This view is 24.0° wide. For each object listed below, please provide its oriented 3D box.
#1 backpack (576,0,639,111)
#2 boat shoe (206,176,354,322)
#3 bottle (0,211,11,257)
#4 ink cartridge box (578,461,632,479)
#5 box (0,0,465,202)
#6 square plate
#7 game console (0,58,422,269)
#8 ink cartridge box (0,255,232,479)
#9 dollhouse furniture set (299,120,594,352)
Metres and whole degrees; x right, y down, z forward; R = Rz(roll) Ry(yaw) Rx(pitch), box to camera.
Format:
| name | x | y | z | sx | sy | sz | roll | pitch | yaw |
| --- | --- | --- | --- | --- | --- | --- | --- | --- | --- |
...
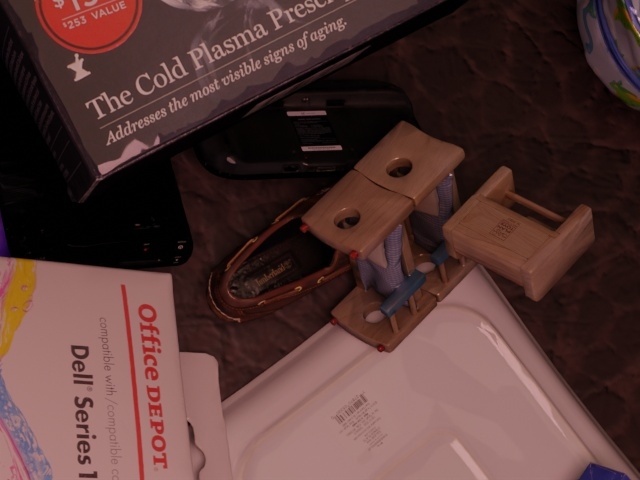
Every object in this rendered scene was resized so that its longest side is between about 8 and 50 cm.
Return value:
| name | x | y | z | sx | sy | sz | roll | pitch | yaw |
| --- | --- | --- | --- | --- | --- | --- | --- | --- | --- |
| backpack | 0.401 | -0.199 | 1.292 | 0.355 | 0.273 | 0.290 | 16 | 82 | 4 |
| boat shoe | 0.000 | 0.000 | 1.235 | 0.207 | 0.073 | 0.073 | -37 | 86 | -18 |
| bottle | -0.339 | -0.004 | 1.149 | 0.282 | 0.092 | 0.118 | 3 | 72 | -12 |
| ink cartridge box | 0.260 | 0.279 | 1.208 | 0.207 | 0.046 | 0.097 | 47 | 72 | -25 |
| box | -0.089 | -0.245 | 1.055 | 0.343 | 0.179 | 0.313 | -29 | 93 | -13 |
| square plate | 0.086 | 0.219 | 1.222 | 0.347 | 0.049 | 0.344 | -37 | 89 | -17 |
| game console | -0.082 | -0.075 | 1.206 | 0.361 | 0.044 | 0.213 | -4 | 55 | -20 |
| ink cartridge box | -0.209 | 0.124 | 1.062 | 0.353 | 0.119 | 0.207 | 6 | 53 | -24 |
| dollhouse furniture set | 0.101 | 0.023 | 1.161 | 0.183 | 0.129 | 0.129 | 29 | 62 | 35 |
